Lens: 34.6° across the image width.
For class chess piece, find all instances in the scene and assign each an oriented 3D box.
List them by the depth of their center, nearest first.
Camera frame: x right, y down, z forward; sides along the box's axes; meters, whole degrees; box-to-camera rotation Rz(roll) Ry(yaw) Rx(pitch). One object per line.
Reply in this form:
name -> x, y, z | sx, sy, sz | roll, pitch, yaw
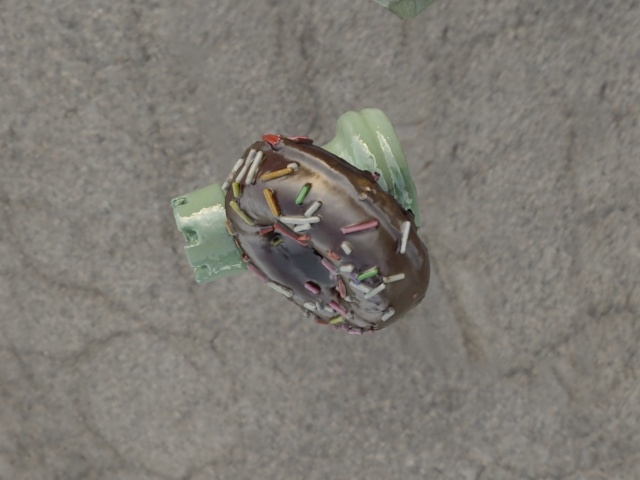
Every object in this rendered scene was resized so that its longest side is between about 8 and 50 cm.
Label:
chess piece -> -0.036, -0.044, 1.339 | 0.194, 0.299, 0.194 | 162, 90, -86

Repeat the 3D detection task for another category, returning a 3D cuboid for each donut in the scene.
donut -> 0.000, 0.000, 1.137 | 0.270, 0.103, 0.269 | 31, 153, 18

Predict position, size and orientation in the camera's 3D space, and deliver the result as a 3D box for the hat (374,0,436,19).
hat -> 0.063, -0.260, 0.896 | 0.122, 0.166, 0.081 | 5, 142, -18
